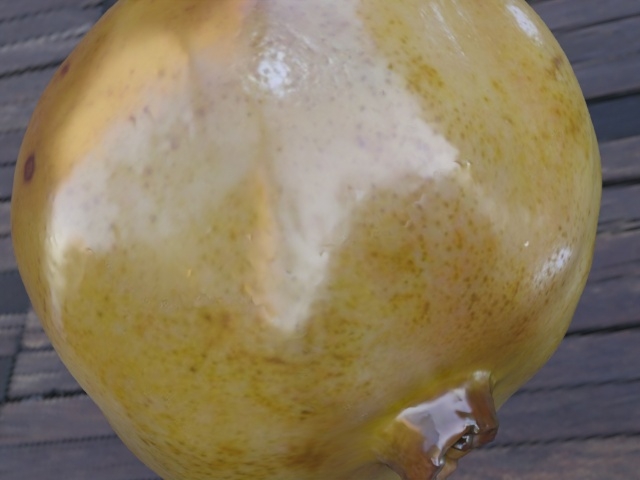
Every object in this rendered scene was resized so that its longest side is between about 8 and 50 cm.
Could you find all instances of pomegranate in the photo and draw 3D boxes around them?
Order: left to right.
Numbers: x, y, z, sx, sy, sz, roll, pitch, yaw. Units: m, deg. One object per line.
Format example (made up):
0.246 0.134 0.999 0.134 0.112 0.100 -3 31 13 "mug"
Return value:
0.000 0.000 0.869 0.417 0.416 0.416 -11 51 14 "pomegranate"
